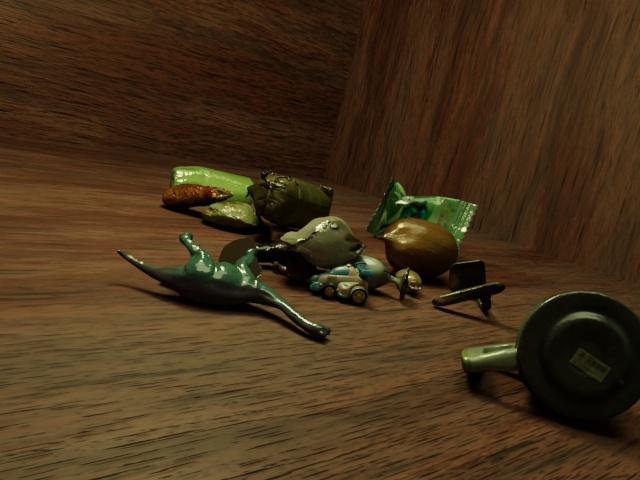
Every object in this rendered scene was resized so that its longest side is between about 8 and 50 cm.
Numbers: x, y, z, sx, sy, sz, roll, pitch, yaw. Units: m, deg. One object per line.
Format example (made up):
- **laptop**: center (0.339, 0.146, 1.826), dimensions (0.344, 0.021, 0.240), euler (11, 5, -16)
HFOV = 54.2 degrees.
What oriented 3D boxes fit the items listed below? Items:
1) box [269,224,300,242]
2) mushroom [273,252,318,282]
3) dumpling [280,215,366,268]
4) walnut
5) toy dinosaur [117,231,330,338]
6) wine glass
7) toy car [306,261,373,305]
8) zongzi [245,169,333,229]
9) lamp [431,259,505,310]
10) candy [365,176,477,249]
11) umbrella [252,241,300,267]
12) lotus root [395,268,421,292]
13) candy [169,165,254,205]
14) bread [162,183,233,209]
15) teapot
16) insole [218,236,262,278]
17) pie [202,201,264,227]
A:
- **box**: center (-0.042, -0.003, 2.175), dimensions (0.269, 0.044, 0.152), euler (12, 9, -8)
- **mushroom**: center (-0.072, 0.072, 1.701), dimensions (0.129, 0.073, 0.088), euler (10, 51, 14)
- **dumpling**: center (0.000, 0.000, 1.703), dimensions (0.247, 0.142, 0.172), euler (7, 5, -31)
- **walnut**: center (0.321, 0.019, 2.072), dimensions (0.297, 0.203, 0.203), euler (21, 5, -31)
- **toy dinosaur**: center (-0.204, 0.111, 1.314), dimensions (0.383, 0.130, 0.331), euler (5, 22, -32)
- **wine glass**: center (0.140, 0.093, 1.769), dimensions (0.222, 0.103, 0.103), euler (16, 11, 13)
- **toy car**: center (0.053, 0.098, 1.637), dimensions (0.161, 0.098, 0.126), euler (13, 9, -9)
- **zongzi**: center (-0.205, -0.162, 2.162), dimensions (0.418, 0.182, 0.447), euler (17, 2, 29)
- **lamp**: center (0.420, 0.152, 1.860), dimensions (0.203, 0.125, 0.283), euler (-7, 13, 4)
- **candy**: center (0.420, -0.085, 2.587), dimensions (0.397, 0.263, 0.172), euler (19, 0, 30)
- **umbrella**: center (-0.054, 0.036, 1.810), dimensions (0.325, 0.094, 0.090), euler (-4, 2, -29)
- **lotus root**: center (0.263, 0.120, 1.871), dimensions (0.073, 0.062, 0.150), euler (11, 10, -10)
- **candy**: center (-0.437, -0.214, 2.535), dimensions (0.343, 0.142, 0.132), euler (7, 21, -25)
- **bread**: center (-0.447, -0.165, 2.248), dimensions (0.268, 0.095, 0.139), euler (-8, 6, 26)
- **teapot**: center (0.470, 0.246, 1.252), dimensions (0.240, 0.321, 0.239), euler (57, 4, 12)
- **insole**: center (-0.212, 0.052, 1.654), dimensions (0.111, 0.007, 0.328), euler (-24, 22, -6)
- **pie**: center (-0.309, -0.095, 2.208), dimensions (0.200, 0.090, 0.248), euler (12, 7, 12)
